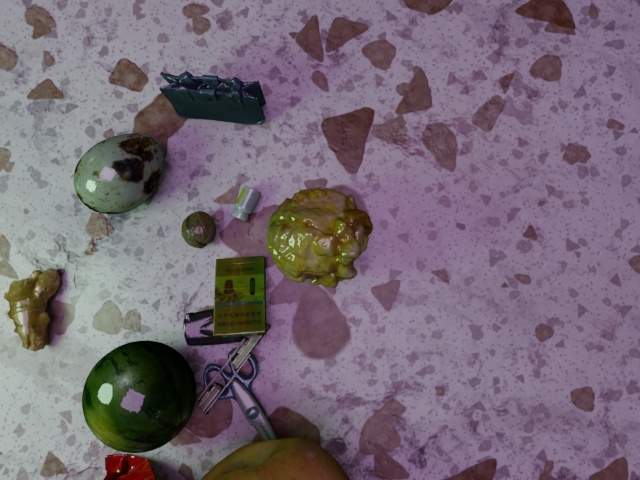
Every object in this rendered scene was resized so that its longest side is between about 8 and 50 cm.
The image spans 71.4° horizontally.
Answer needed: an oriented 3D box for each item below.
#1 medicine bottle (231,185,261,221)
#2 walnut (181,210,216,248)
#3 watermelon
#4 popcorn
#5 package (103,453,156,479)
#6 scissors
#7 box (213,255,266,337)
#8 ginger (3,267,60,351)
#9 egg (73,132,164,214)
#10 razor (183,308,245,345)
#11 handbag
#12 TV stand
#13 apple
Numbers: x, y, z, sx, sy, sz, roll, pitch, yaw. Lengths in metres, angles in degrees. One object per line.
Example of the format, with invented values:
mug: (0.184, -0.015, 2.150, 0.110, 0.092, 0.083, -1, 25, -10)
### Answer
medicine bottle: (-0.186, -0.092, 1.112, 0.047, 0.047, 0.083, 26, 87, 3)
walnut: (-0.300, -0.026, 1.098, 0.092, 0.092, 0.092, 0, 86, 2)
watermelon: (-0.400, 0.344, 0.997, 0.242, 0.242, 0.242, 0, 86, 2)
popcorn: (0.000, 0.000, 1.020, 0.259, 0.212, 0.259, 1, 46, -1)
package: (-0.395, 0.620, 0.929, 0.123, 0.424, 0.195, -1, 92, -27)
scissors: (-0.167, 0.405, 1.081, 0.138, 0.041, 0.289, -33, 85, -8)
box: (-0.193, 0.133, 1.072, 0.121, 0.030, 0.193, -3, 64, -2)
ginger: (-0.721, 0.166, 1.098, 0.115, 0.081, 0.205, 11, 77, -29)
egg: (-0.475, -0.165, 1.069, 0.169, 0.169, 0.231, 41, 75, 4)
razor: (-0.259, 0.211, 1.090, 0.148, 0.054, 0.090, -7, 82, -2)
handbag: (-0.250, -0.341, 1.067, 0.229, 0.179, 0.062, 6, 86, 0)
TV stand: (-0.205, 0.298, 1.063, 0.042, 0.036, 0.249, 36, 82, 13)
apple: (-0.093, 0.592, 0.885, 0.392, 0.391, 0.346, -15, 77, 1)
